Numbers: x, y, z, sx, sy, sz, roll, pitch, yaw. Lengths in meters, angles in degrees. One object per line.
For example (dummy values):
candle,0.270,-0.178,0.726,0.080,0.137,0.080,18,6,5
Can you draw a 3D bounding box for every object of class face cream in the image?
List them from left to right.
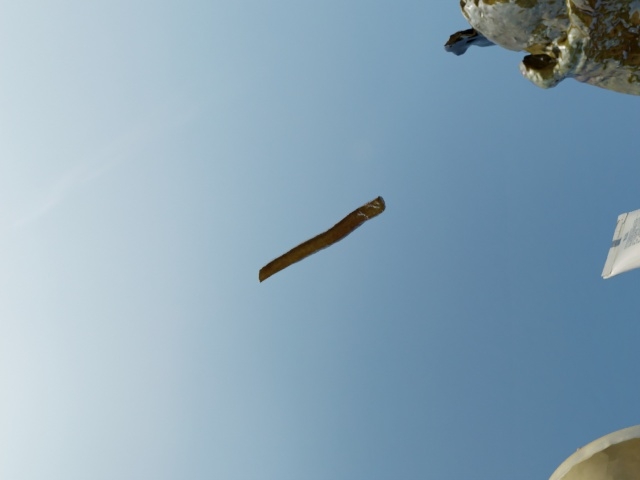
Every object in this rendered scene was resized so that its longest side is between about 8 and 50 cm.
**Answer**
face cream,0.394,-0.020,0.583,0.058,0.243,0.092,27,-108,-6

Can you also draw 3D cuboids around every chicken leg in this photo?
chicken leg,0.318,-0.216,0.536,0.361,0.211,0.140,22,-118,5

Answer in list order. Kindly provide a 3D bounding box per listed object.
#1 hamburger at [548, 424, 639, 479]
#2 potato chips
hamburger,0.325,0.252,0.442,0.295,0.151,0.227,13,-71,6
potato chips,0.000,0.000,0.703,0.204,0.037,0.026,-30,-90,24
